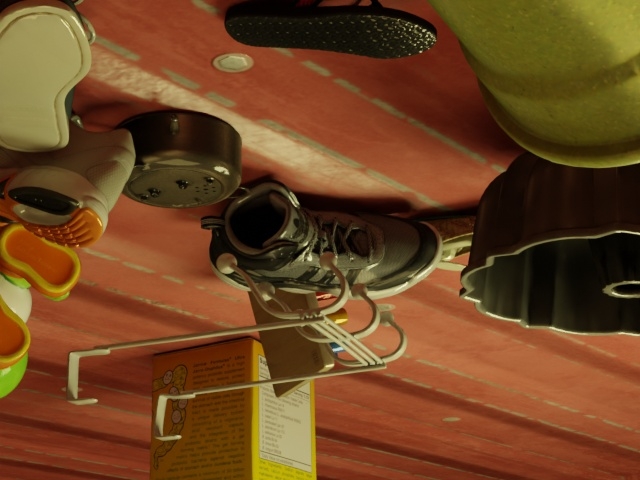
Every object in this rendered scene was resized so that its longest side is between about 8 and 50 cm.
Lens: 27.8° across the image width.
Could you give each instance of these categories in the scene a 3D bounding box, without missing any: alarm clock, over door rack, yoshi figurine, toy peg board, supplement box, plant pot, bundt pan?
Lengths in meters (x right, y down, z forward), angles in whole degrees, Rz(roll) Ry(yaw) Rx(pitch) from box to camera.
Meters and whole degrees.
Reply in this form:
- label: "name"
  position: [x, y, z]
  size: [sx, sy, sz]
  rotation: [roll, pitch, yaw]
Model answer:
- label: "alarm clock"
  position: [-0.132, -0.070, 1.300]
  size: [0.129, 0.064, 0.192]
  rotation: [-14, 159, 29]
- label: "over door rack"
  position: [-0.092, 0.109, 1.424]
  size: [0.324, 0.108, 0.239]
  rotation: [-20, 155, 13]
- label: "yoshi figurine"
  position: [-0.394, 0.107, 1.565]
  size: [0.203, 0.203, 0.362]
  rotation: [-2, 170, -31]
- label: "toy peg board"
  position: [-0.013, 0.096, 1.627]
  size: [0.079, 0.160, 0.161]
  rotation: [-9, 164, -27]
- label: "supplement box"
  position: [-0.133, 0.355, 1.999]
  size: [0.195, 0.356, 0.194]
  rotation: [-12, 156, 27]
- label: "plant pot"
  position: [0.119, -0.217, 0.689]
  size: [0.276, 0.276, 0.254]
  rotation: [-20, 142, 40]
- label: "bundt pan"
  position: [0.297, -0.009, 1.248]
  size: [0.331, 0.124, 0.331]
  rotation: [2, 160, 1]

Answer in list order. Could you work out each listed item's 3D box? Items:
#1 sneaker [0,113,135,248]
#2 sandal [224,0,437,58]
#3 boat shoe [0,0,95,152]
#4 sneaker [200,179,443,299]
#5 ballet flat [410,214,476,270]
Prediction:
- label: "sneaker"
  position: [-0.287, -0.076, 1.226]
  size: [0.262, 0.121, 0.099]
  rotation: [15, 144, 23]
- label: "sandal"
  position: [0.008, -0.182, 1.051]
  size: [0.179, 0.040, 0.067]
  rotation: [7, 157, 20]
- label: "boat shoe"
  position: [-0.230, -0.150, 1.049]
  size: [0.095, 0.079, 0.254]
  rotation: [0, 162, -8]
- label: "sneaker"
  position: [0.000, 0.000, 1.427]
  size: [0.268, 0.101, 0.153]
  rotation: [-1, 162, 6]
- label: "ballet flat"
  position: [0.193, -0.001, 1.489]
  size: [0.206, 0.067, 0.073]
  rotation: [-12, 156, 25]
